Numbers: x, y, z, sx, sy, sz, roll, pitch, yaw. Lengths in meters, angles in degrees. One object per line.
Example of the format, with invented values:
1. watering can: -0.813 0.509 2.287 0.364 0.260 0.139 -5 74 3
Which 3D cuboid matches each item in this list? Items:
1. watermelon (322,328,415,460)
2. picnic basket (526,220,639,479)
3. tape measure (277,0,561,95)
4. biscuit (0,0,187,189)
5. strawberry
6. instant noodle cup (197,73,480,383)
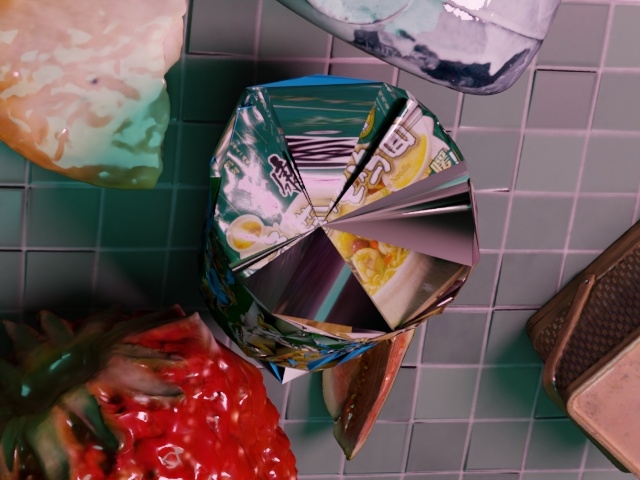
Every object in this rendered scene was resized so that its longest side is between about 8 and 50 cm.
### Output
1. watermelon: 0.037 0.112 1.838 0.069 0.087 0.163 23 114 10
2. picnic basket: 0.336 0.085 1.846 0.267 0.139 0.165 -42 119 12
3. tape measure: 0.057 -0.226 1.538 0.275 0.256 0.147 19 106 -33
4. biscuit: -0.202 -0.190 1.628 0.205 0.040 0.308 4 117 -15
5. strawberry: -0.147 0.227 1.712 0.292 0.292 0.343 -30 119 4
6. instant noodle cup: 0.000 0.000 1.663 0.240 0.240 0.178 2 160 -14
